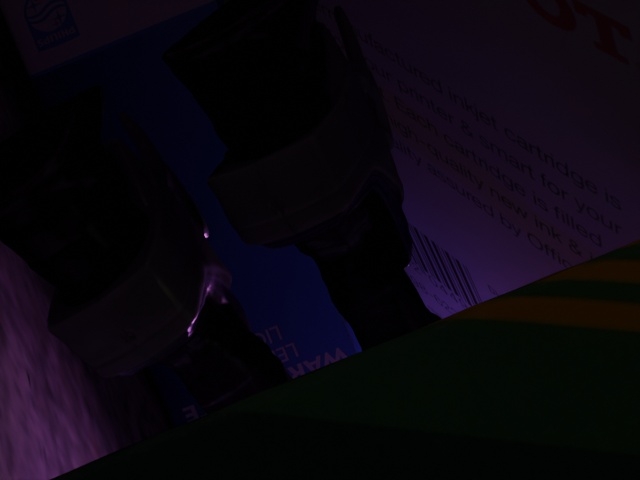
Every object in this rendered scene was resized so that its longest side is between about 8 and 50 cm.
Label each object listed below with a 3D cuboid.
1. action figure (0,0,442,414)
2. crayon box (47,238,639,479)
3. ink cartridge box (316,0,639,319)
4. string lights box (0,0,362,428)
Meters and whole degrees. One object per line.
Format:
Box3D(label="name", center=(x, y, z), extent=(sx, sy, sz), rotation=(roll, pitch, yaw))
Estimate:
Box3D(label="action figure", center=(0.026, 0.067, 0.569), extent=(0.285, 0.185, 0.099), rotation=(59, 15, -13))
Box3D(label="crayon box", center=(0.097, 0.052, 0.405), extent=(0.203, 0.323, 0.083), rotation=(58, 11, -73))
Box3D(label="ink cartridge box", center=(0.112, -0.060, 0.653), extent=(0.279, 0.160, 0.385), rotation=(39, -15, 39))
Box3D(label="string lights box", center=(-0.029, 0.013, 0.749), extent=(0.133, 0.076, 0.260), rotation=(-64, 133, -85))
